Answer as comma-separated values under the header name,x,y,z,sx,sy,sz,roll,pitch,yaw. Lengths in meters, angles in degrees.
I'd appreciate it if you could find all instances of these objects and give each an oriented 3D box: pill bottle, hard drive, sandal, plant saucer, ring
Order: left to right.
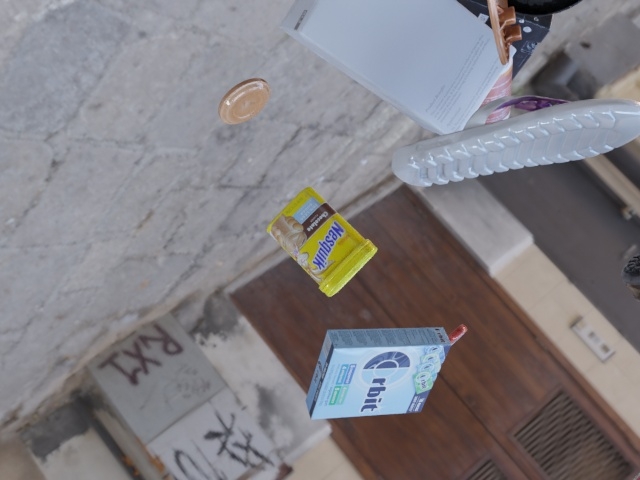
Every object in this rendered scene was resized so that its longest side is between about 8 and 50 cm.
name,x,y,z,sx,sy,sz,roll,pitch,yaw
plant saucer,-0.106,-0.194,1.072,0.083,0.013,0.083,-31,160,-13
hard drive,0.340,-0.506,1.781,0.237,0.339,0.064,114,-6,-68
pill bottle,0.374,-0.332,1.732,0.121,0.121,0.216,-35,141,-20
ring,0.235,-0.403,1.001,0.032,0.336,0.336,-6,176,19
sandal,0.310,-0.185,1.233,0.417,0.102,0.169,-10,161,20

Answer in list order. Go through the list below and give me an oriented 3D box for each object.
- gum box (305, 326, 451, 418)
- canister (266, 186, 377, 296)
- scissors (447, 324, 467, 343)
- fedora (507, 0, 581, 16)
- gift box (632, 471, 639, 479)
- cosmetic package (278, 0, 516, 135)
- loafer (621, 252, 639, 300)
name,x,y,z,sx,sy,sz,roll,pitch,yaw
gum box,0.084,0.198,1.134,0.185,0.041,0.157,1,129,-18
canister,0.000,0.000,1.385,0.126,0.170,0.073,-46,169,4
scissors,0.227,0.245,1.552,0.109,0.021,0.297,-38,164,-20
fedora,0.341,-0.523,1.189,0.153,0.334,0.334,-5,145,-40
gift box,0.584,0.292,0.948,0.258,0.255,0.276,-22,151,-40
cosmetic package,0.144,-0.378,1.416,0.217,0.385,0.156,-56,-157,6
loafer,0.642,0.063,1.165,0.366,0.130,0.134,-7,-175,-11
